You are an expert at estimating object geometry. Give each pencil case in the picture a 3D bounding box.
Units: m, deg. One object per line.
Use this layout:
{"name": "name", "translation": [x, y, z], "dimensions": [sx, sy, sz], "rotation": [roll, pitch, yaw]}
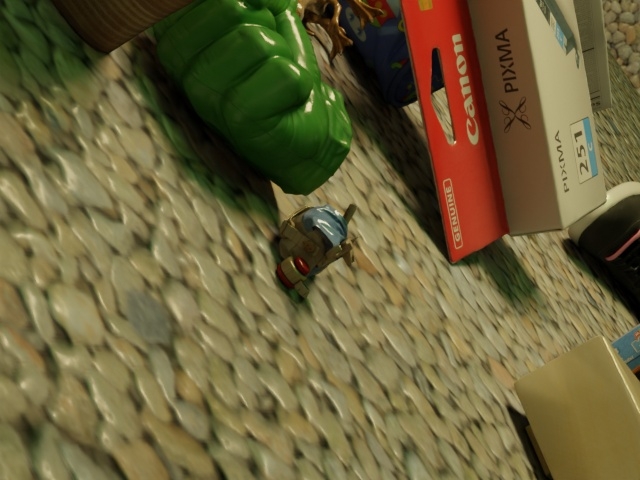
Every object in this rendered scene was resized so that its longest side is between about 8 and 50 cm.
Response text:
{"name": "pencil case", "translation": [0.050, -0.280, 1.637], "dimensions": [0.119, 0.133, 0.306], "rotation": [-12, 64, -48]}

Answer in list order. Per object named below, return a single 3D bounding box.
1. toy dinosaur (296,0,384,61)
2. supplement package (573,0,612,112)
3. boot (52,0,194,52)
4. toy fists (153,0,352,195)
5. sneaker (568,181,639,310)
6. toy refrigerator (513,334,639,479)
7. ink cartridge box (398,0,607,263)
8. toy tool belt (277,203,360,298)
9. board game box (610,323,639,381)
{"name": "toy dinosaur", "translation": [-0.002, -0.235, 1.530], "dimensions": [0.112, 0.064, 0.211], "rotation": [46, 19, -20]}
{"name": "supplement package", "translation": [0.255, -0.263, 1.987], "dimensions": [0.244, 0.139, 0.134], "rotation": [73, -2, -48]}
{"name": "boot", "translation": [-0.130, -0.285, 1.030], "dimensions": [0.283, 0.220, 0.109], "rotation": [54, 18, 1]}
{"name": "toy fists", "translation": [-0.063, -0.163, 1.189], "dimensions": [0.142, 0.096, 0.279], "rotation": [35, 27, -44]}
{"name": "sneaker", "translation": [0.393, 0.028, 1.984], "dimensions": [0.147, 0.104, 0.295], "rotation": [56, 13, 24]}
{"name": "toy refrigerator", "translation": [0.244, 0.216, 1.285], "dimensions": [0.102, 0.094, 0.270], "rotation": [45, 19, -47]}
{"name": "ink cartridge box", "translation": [0.173, -0.149, 1.535], "dimensions": [0.261, 0.066, 0.296], "rotation": [-25, 105, -59]}
{"name": "toy tool belt", "translation": [0.000, 0.000, 1.117], "dimensions": [0.052, 0.051, 0.083], "rotation": [51, 18, -9]}
{"name": "board game box", "translation": [0.323, 0.128, 1.444], "dimensions": [0.160, 0.211, 0.039], "rotation": [44, 20, -30]}
